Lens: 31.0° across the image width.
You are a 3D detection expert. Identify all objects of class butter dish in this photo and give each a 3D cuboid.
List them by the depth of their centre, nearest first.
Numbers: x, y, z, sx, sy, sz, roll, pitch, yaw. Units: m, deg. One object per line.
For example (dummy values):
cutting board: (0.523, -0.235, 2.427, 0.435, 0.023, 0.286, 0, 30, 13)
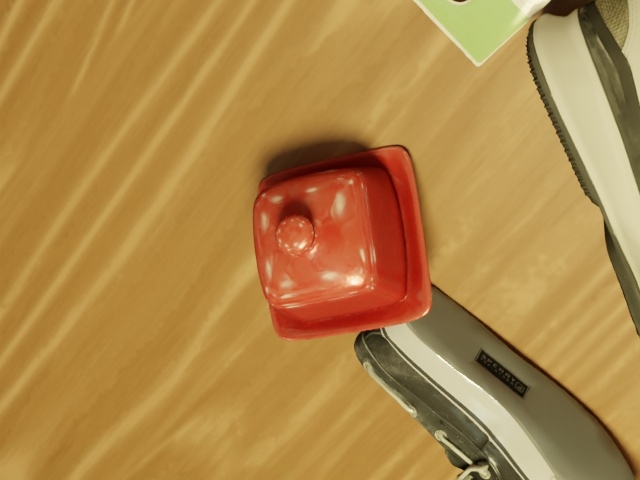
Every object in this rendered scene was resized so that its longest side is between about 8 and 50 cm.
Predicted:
butter dish: (0.000, 0.000, 1.002, 0.160, 0.118, 0.160, -12, 80, 25)

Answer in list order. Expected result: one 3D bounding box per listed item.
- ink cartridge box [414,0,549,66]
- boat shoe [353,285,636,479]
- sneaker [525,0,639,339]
ink cartridge box: (0.152, -0.273, 0.879, 0.171, 0.056, 0.235, 45, 123, -4)
boat shoe: (0.157, 0.176, 1.057, 0.306, 0.113, 0.105, 40, 127, 1)
sneaker: (0.343, -0.015, 0.812, 0.257, 0.169, 0.447, -27, 79, 24)
